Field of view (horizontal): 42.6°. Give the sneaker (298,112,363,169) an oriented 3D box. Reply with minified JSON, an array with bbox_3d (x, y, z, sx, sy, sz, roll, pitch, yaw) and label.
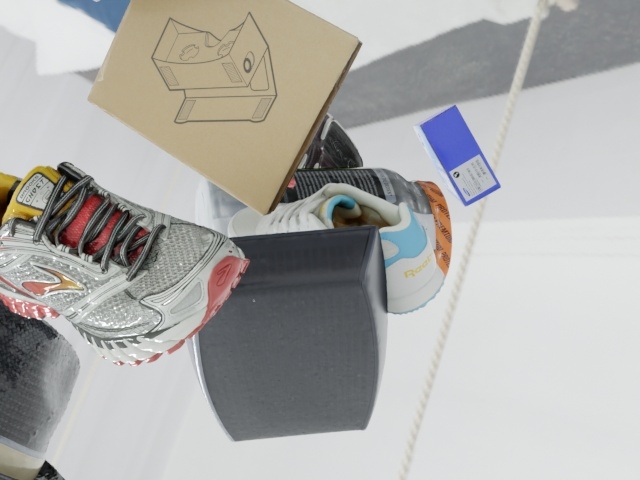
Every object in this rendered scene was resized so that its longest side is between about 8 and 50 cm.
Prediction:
[{"bbox_3d":[-0.029,-0.181,1.266,0.281,0.106,0.162,35,-157,16],"label":"sneaker"}]

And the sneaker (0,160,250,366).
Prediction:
[{"bbox_3d":[-0.140,0.007,0.479,0.225,0.088,0.093,6,138,35],"label":"sneaker"}]

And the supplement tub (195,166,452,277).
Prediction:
[{"bbox_3d":[0.000,0.000,1.085,0.315,0.194,0.193,-3,171,-14],"label":"supplement tub"}]

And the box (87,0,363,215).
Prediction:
[{"bbox_3d":[-0.087,-0.142,0.695,0.201,0.165,0.021,33,-164,14],"label":"box"}]

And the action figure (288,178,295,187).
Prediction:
[{"bbox_3d":[-0.064,-0.079,0.898,0.030,0.038,0.115,17,-171,-46],"label":"action figure"}]

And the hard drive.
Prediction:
[{"bbox_3d":[-0.027,0.091,0.687,0.171,0.054,0.255,-5,140,-1],"label":"hard drive"}]

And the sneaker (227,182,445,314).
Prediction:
[{"bbox_3d":[0.003,-0.009,0.739,0.228,0.087,0.092,11,138,37],"label":"sneaker"}]

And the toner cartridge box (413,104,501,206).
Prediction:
[{"bbox_3d":[0.251,-0.165,1.562,0.165,0.075,0.348,61,-172,-4],"label":"toner cartridge box"}]

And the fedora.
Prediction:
[{"bbox_3d":[-0.357,0.126,0.842,0.334,0.153,0.334,31,164,10],"label":"fedora"}]
